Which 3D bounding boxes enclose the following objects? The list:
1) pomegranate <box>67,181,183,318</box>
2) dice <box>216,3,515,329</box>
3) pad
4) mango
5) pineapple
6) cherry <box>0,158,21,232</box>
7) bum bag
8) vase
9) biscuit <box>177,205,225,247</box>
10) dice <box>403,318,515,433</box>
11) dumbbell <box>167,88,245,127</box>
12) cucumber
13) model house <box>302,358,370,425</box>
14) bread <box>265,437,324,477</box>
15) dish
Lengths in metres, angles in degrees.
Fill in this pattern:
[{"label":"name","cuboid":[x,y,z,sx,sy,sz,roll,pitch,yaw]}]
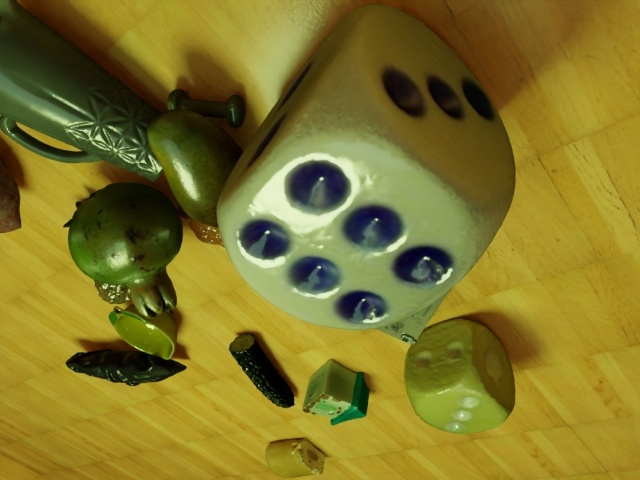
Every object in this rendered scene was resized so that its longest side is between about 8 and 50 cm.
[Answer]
[{"label":"pomegranate","cuboid":[-0.333,0.011,0.924,0.190,0.240,0.159,14,162,-39]},{"label":"dice","cuboid":[0.054,-0.087,0.682,0.277,0.304,0.304,35,132,-19]},{"label":"pad","cuboid":[0.152,0.085,0.965,0.160,0.009,0.265,23,128,1]},{"label":"mango","cuboid":[-0.173,-0.099,0.829,0.133,0.111,0.267,-42,144,-3]},{"label":"pineapple","cuboid":[-0.437,0.019,1.069,0.119,0.111,0.237,-16,125,-13]},{"label":"cherry","cuboid":[-0.666,-0.099,0.965,0.192,0.175,0.250,-22,126,43]},{"label":"bum bag","cuboid":[-0.508,0.334,1.377,0.340,0.095,0.144,-6,161,25]},{"label":"vase","cuboid":[-0.374,-0.202,0.812,0.301,0.156,0.251,30,131,-22]},{"label":"biscuit","cuboid":[-0.210,-0.037,1.004,0.102,0.019,0.130,-19,125,29]},{"label":"dice","cuboid":[0.281,0.278,1.065,0.169,0.169,0.166,-28,120,35]},{"label":"dumbbell","cuboid":[-0.177,-0.205,0.815,0.118,0.046,0.052,7,129,9]},{"label":"cucumber","cuboid":[-0.136,0.344,1.314,0.072,0.072,0.300,-9,130,23]},{"label":"model house","cuboid":[0.050,0.381,1.280,0.149,0.100,0.127,26,135,-12]},{"label":"bread","cuboid":[-0.083,0.677,1.610,0.173,0.085,0.134,-25,122,33]},{"label":"dish","cuboid":[-0.406,0.196,1.243,0.149,0.080,0.207,-5,133,25]}]
